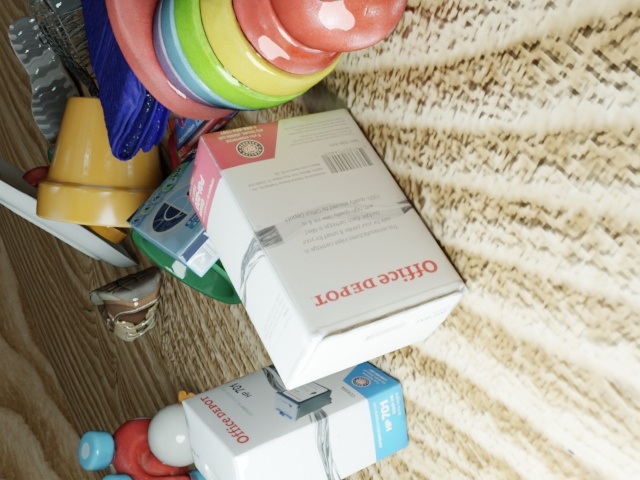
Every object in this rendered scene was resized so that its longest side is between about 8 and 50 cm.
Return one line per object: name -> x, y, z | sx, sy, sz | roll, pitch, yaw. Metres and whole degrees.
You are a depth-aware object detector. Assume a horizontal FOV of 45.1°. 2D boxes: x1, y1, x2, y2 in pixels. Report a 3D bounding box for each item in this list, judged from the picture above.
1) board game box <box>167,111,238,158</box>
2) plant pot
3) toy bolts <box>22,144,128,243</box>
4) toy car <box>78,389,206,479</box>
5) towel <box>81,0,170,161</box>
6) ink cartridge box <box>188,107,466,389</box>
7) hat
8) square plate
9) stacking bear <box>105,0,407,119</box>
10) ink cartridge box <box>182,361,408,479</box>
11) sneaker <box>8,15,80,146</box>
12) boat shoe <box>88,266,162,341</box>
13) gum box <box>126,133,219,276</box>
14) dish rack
board game box -> -0.155, -0.213, 0.992 | 0.281, 0.027, 0.145 | -23, 83, 62
plant pot -> -0.334, -0.126, 1.212 | 0.205, 0.205, 0.187 | 16, 102, 58
toy bolts -> -0.458, -0.125, 1.532 | 0.228, 0.158, 0.218 | 32, 175, 44
toy car -> -0.280, 0.361, 1.413 | 0.210, 0.219, 0.238 | 47, 113, 42
towel -> -0.257, -0.293, 1.055 | 0.227, 0.076, 0.308 | -50, 51, 50
ink cartridge box -> 0.000, 0.000, 0.681 | 0.217, 0.159, 0.092 | 59, 148, 27
hat -> -0.152, -0.040, 1.088 | 0.208, 0.183, 0.173 | 37, 157, -18
square plate -> -0.567, -0.072, 1.567 | 0.347, 0.049, 0.344 | 38, 176, -38
stacking bear -> -0.041, -0.201, 0.663 | 0.289, 0.175, 0.164 | -1, 102, 54
ink cartridge box -> -0.027, 0.190, 0.800 | 0.140, 0.191, 0.082 | 23, 124, 55
sneaker -> -0.554, -0.328, 1.622 | 0.115, 0.105, 0.281 | -85, -21, -84
boat shoe -> -0.353, 0.125, 1.460 | 0.116, 0.123, 0.324 | 68, 159, -4
gum box -> -0.137, -0.049, 0.917 | 0.041, 0.157, 0.184 | 48, 166, -33
dish rack -> -0.442, -0.377, 1.326 | 0.208, 0.074, 0.271 | 46, 163, 24
